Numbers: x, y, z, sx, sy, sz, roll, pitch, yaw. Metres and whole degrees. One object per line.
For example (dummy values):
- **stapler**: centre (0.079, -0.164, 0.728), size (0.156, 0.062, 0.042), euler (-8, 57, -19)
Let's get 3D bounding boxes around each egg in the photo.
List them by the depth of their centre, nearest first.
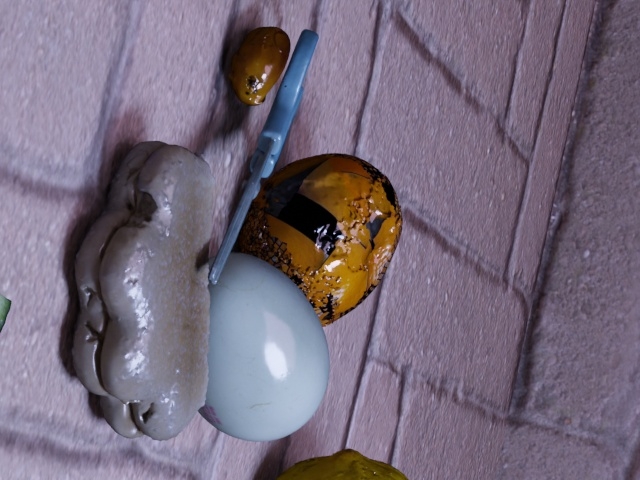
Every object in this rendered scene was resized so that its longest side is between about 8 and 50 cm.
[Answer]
- **egg**: centre (-0.086, 0.126, 2.126), size (0.183, 0.183, 0.264), euler (-61, 145, -41)

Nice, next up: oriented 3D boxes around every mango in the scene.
- **mango**: centre (-0.074, -0.219, 2.169), size (0.077, 0.063, 0.127), euler (118, -4, -47)

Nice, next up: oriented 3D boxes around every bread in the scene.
- **bread**: centre (-0.194, 0.064, 1.931), size (0.183, 0.102, 0.337), euler (-29, 125, -64)

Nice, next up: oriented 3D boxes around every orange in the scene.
- **orange**: centre (0.000, 0.000, 2.283), size (0.234, 0.182, 0.234), euler (-47, 147, -44)

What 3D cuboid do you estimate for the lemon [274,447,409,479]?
- **lemon**: centre (0.030, 0.441, 2.457), size (0.258, 0.258, 0.310), euler (-2, 88, -69)

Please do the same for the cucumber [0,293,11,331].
- **cucumber**: centre (-0.346, 0.075, 1.601), size (0.116, 0.062, 0.115), euler (54, 47, -52)

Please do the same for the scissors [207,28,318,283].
- **scissors**: centre (-0.073, -0.085, 2.109), size (0.447, 0.029, 0.192), euler (-71, -179, -53)
